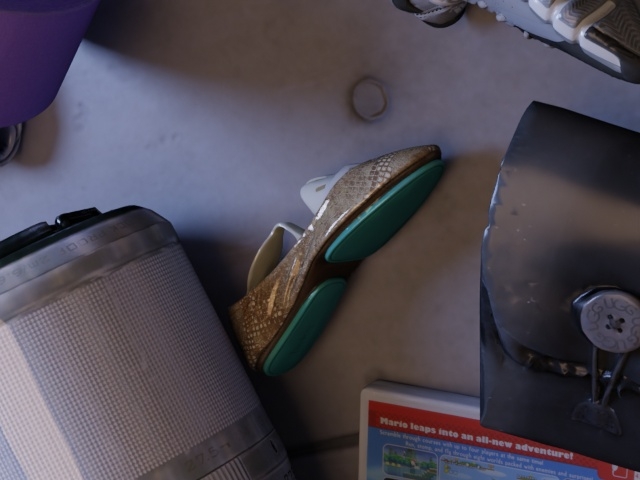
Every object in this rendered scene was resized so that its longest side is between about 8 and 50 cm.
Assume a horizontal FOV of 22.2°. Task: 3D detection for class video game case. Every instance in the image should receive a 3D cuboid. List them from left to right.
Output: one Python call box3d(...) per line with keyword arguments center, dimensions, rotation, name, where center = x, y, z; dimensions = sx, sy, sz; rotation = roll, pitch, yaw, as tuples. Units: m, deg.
box3d(center=(0.119, 0.246, 1.093), dimensions=(0.204, 0.025, 0.285), rotation=(8, 106, 25), name="video game case")

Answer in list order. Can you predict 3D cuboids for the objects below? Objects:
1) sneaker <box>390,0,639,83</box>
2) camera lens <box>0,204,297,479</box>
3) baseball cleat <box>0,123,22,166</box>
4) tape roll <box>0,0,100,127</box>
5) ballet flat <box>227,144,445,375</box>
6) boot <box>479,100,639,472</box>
box3d(center=(0.111, -0.153, 0.959), dimensions=(0.228, 0.086, 0.132), rotation=(45, 153, 13), name="sneaker")
box3d(center=(-0.151, 0.129, 1.089), dimensions=(0.219, 0.219, 0.274), rotation=(-27, 89, 29), name="camera lens")
box3d(center=(-0.289, -0.065, 1.197), dimensions=(0.109, 0.072, 0.206), rotation=(38, 120, 7), name="baseball cleat")
box3d(center=(-0.279, -0.186, 1.045), dimensions=(0.274, 0.275, 0.090), rotation=(36, 117, 15), name="tape roll")
box3d(center=(0.000, 0.000, 1.070), dimensions=(0.067, 0.073, 0.206), rotation=(50, 116, 24), name="ballet flat")
box3d(center=(0.309, 0.001, 0.859), dimensions=(0.445, 0.146, 0.367), rotation=(20, 118, 25), name="boot")
